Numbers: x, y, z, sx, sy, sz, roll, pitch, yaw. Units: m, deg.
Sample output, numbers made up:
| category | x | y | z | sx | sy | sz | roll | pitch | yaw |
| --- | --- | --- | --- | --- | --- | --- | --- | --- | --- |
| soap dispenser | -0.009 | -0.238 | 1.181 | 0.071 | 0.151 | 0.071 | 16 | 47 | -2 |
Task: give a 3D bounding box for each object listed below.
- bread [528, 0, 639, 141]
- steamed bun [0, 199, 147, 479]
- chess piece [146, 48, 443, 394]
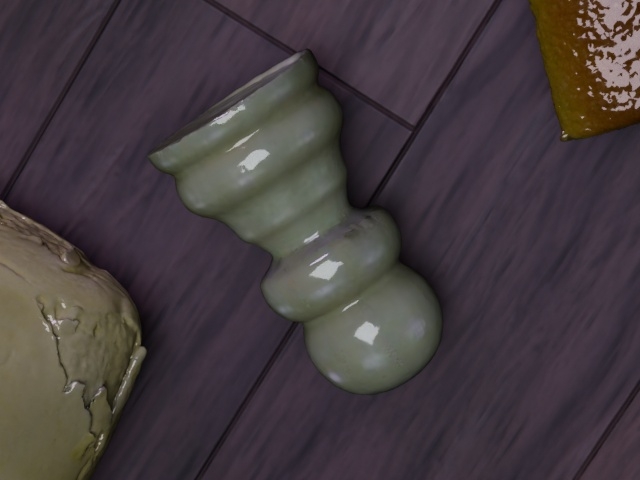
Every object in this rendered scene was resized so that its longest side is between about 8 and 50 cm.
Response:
| category | x | y | z | sx | sy | sz | roll | pitch | yaw |
| --- | --- | --- | --- | --- | --- | --- | --- | --- | --- |
| bread | 0.215 | -0.170 | 1.355 | 0.132 | 0.103 | 0.172 | -15 | 98 | 10 |
| steamed bun | -0.282 | 0.087 | 1.434 | 0.273 | 0.166 | 0.232 | 29 | 103 | 3 |
| chess piece | 0.000 | 0.000 | 1.404 | 0.144 | 0.144 | 0.251 | -32 | 98 | 11 |
